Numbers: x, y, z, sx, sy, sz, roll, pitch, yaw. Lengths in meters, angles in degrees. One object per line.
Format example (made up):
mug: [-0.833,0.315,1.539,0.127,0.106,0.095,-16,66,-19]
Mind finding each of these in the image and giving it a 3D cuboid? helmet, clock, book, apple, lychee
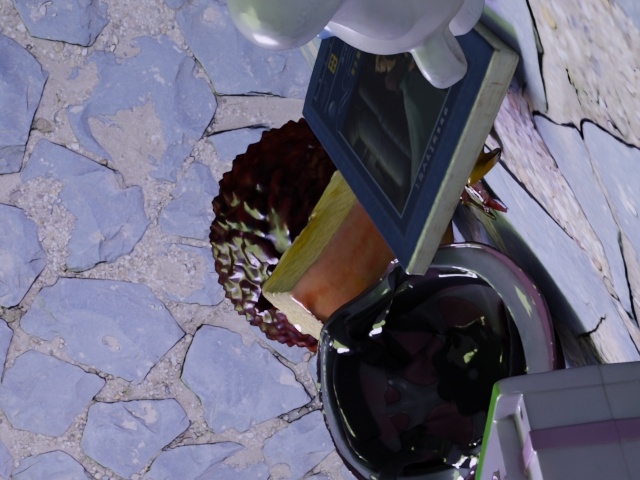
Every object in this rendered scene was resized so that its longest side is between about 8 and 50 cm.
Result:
helmet: [0.165,0.156,1.015,0.197,0.338,0.271,14,-133,-48]
clock: [0.210,0.270,0.567,0.235,0.166,0.309,81,-176,-57]
book: [0.057,-0.126,0.713,0.269,0.025,0.191,-119,40,-48]
apple: [0.070,0.005,1.228,0.252,0.309,0.314,31,167,36]
lychee: [0.000,0.000,1.505,0.424,0.424,0.500,60,-150,-20]

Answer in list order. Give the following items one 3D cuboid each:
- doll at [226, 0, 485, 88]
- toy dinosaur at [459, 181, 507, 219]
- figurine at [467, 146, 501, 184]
doll: [0.021,-0.205,0.452,0.242,0.159,0.311,48,-159,19]
toy dinosaur: [0.153,-0.080,0.973,0.108,0.032,0.220,63,178,-30]
figurine: [0.074,-0.115,0.790,0.121,0.122,0.176,21,-142,-56]
